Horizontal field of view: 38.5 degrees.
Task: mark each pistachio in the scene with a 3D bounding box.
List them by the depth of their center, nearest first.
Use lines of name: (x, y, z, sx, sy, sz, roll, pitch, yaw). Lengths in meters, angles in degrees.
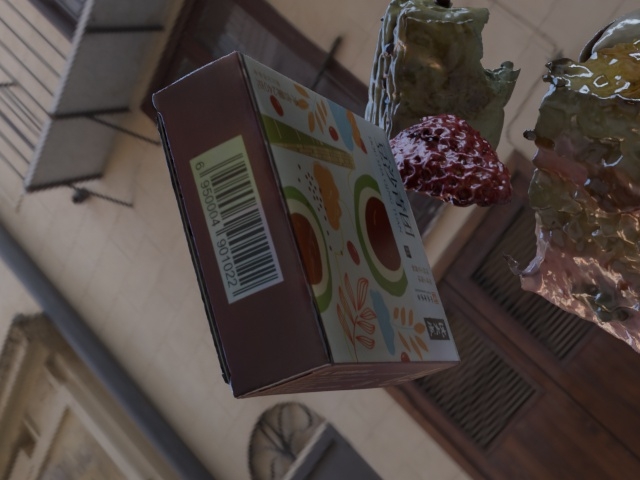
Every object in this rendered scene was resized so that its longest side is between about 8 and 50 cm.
pistachio: (0.469, -0.256, 1.254, 0.223, 0.152, 0.126, -4, 6, -8)

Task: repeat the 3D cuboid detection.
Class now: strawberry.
strawberry: (0.198, -0.127, 1.360, 0.190, 0.236, 0.111, -4, -71, -27)

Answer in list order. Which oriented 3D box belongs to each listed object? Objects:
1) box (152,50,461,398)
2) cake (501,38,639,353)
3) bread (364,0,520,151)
box: (0.000, 0.000, 1.084, 0.122, 0.344, 0.385, -24, -17, 24)
cake: (0.429, -0.051, 1.040, 0.293, 0.314, 0.306, -25, -48, -28)
bread: (0.254, -0.295, 1.847, 0.314, 0.191, 0.370, 1, -49, -18)
